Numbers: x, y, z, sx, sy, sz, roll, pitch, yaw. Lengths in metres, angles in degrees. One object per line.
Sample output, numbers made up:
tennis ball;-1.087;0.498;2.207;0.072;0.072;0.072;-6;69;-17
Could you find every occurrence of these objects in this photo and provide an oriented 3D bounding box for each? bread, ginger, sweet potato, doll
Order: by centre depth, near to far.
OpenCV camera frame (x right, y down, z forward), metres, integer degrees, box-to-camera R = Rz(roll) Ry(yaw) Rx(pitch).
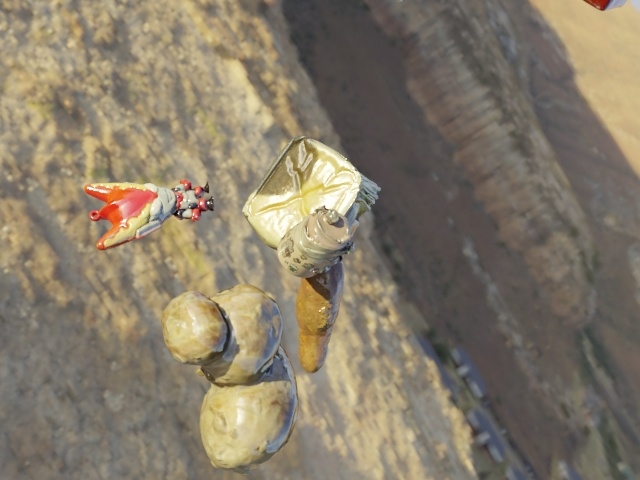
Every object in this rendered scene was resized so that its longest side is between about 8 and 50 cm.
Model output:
doll;-0.233;-0.045;1.446;0.057;0.169;0.109;109;-33;-52
ginger;-0.129;0.182;1.573;0.244;0.155;0.304;-55;132;-49
bread;-0.017;-0.065;1.923;0.192;0.210;0.110;31;0;24
sweet potato;-0.001;0.108;2.120;0.095;0.106;0.355;-132;-146;-60

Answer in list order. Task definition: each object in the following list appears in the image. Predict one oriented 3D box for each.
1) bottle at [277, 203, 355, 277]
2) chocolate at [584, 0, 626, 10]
bottle;-0.001;0.000;1.758;0.099;0.152;0.099;13;63;-26
chocolate;0.479;-0.543;1.803;0.235;0.237;0.108;42;24;31
